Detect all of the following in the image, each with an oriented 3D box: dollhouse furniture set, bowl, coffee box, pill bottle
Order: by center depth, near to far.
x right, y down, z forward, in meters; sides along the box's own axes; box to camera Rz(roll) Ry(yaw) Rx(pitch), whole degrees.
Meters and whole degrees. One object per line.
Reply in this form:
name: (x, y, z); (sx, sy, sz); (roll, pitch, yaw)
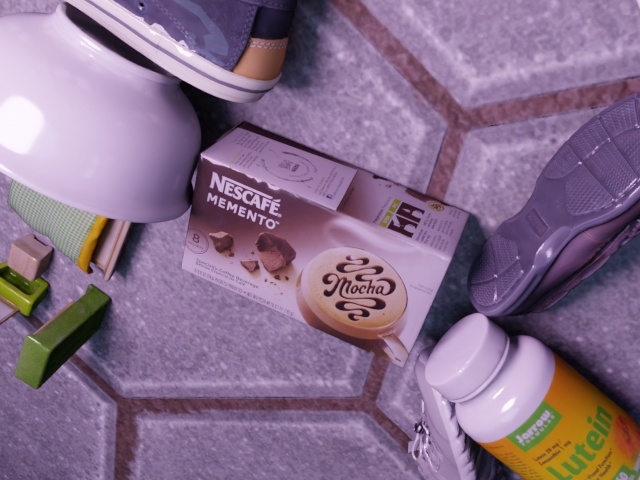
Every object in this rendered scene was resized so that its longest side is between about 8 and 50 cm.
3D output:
bowl: (-0.243, -0.161, 0.727); (0.298, 0.298, 0.134); (35, 108, 2)
pill bottle: (0.245, 0.197, 0.773); (0.245, 0.136, 0.136); (39, 125, -9)
coffee box: (0.000, 0.000, 0.794); (0.297, 0.119, 0.168); (24, 124, 9)
dollhouse furniture set: (-0.405, 0.028, 0.959); (0.197, 0.151, 0.301); (33, 124, 3)

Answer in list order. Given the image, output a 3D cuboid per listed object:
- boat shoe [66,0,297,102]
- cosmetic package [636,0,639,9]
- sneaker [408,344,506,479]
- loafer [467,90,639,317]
boat shoe: (-0.237, -0.332, 0.683); (0.500, 0.187, 0.156); (32, 119, -2)
cosmetic package: (0.304, -0.296, 0.464); (0.224, 0.138, 0.225); (-23, 89, 31)
sneaker: (0.159, 0.266, 0.883); (0.115, 0.105, 0.281); (-5, 112, 33)
loafer: (0.274, -0.026, 0.693); (0.095, 0.109, 0.302); (13, 132, -27)
